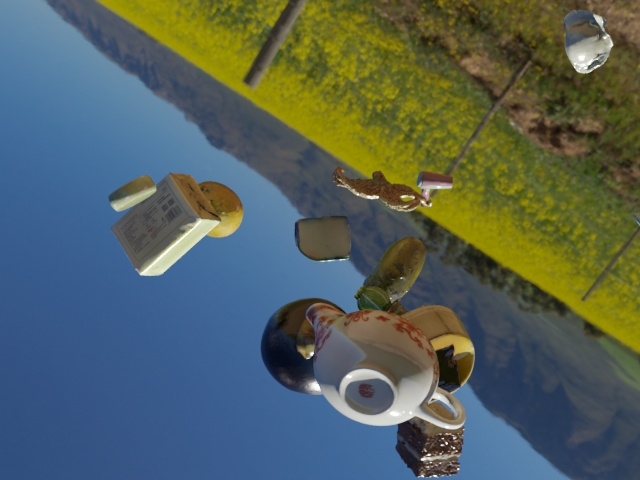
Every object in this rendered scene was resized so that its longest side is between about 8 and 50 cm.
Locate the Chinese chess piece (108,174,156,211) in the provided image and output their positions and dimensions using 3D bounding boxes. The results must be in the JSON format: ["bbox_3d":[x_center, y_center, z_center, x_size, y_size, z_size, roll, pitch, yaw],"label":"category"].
[{"bbox_3d":[-0.326,-0.083,1.171,0.034,0.084,0.084,59,-174,-5],"label":"Chinese chess piece"}]

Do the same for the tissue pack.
[{"bbox_3d":[-0.394,-0.043,1.737,0.159,0.234,0.125,53,-164,13],"label":"tissue pack"}]

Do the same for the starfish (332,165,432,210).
[{"bbox_3d":[0.124,-0.096,1.344,0.209,0.053,0.150,12,-148,-15],"label":"starfish"}]

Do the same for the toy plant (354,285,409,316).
[{"bbox_3d":[0.159,0.181,1.761,0.162,0.093,0.093,39,-172,6],"label":"toy plant"}]

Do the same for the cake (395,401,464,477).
[{"bbox_3d":[0.270,0.485,1.665,0.134,0.147,0.135,6,-169,-25],"label":"cake"}]

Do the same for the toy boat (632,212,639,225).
[{"bbox_3d":[0.701,0.092,1.336,0.332,0.133,0.145,67,-162,-3],"label":"toy boat"}]

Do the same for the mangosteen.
[{"bbox_3d":[-0.006,0.276,1.779,0.275,0.275,0.302,31,158,-23],"label":"mangosteen"}]

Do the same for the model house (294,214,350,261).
[{"bbox_3d":[0.000,0.000,1.310,0.100,0.088,0.100,-3,175,-9],"label":"model house"}]

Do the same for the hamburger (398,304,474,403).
[{"bbox_3d":[0.156,0.201,1.133,0.116,0.210,0.173,-134,24,-64],"label":"hamburger"}]

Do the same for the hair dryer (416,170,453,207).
[{"bbox_3d":[0.342,-0.156,2.123,0.106,0.054,0.154,8,148,-8],"label":"hair dryer"}]

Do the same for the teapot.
[{"bbox_3d":[0.081,0.173,0.873,0.245,0.159,0.116,37,-165,-6],"label":"teapot"}]

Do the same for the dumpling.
[{"bbox_3d":[0.765,-0.573,1.935,0.108,0.127,0.188,-51,-52,-53],"label":"dumpling"}]

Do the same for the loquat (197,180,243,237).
[{"bbox_3d":[-0.302,-0.087,1.900,0.172,0.149,0.204,35,-174,-5],"label":"loquat"}]

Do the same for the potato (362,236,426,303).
[{"bbox_3d":[0.220,0.092,1.964,0.113,0.251,0.149,37,167,42],"label":"potato"}]
